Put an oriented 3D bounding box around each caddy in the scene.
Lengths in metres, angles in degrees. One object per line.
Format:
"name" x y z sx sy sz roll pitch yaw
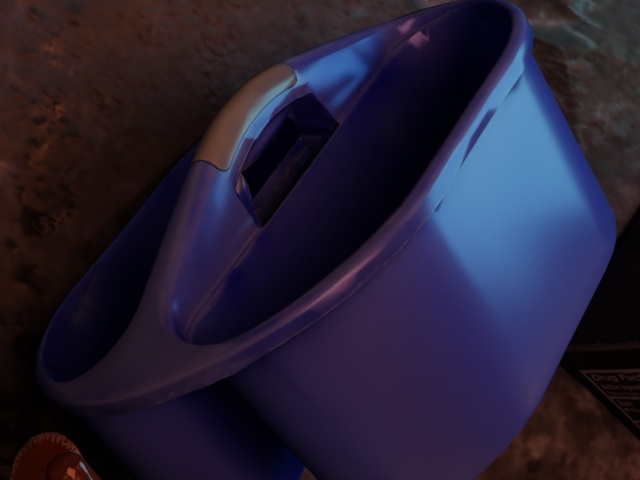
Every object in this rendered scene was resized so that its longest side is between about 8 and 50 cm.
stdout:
"caddy" 0.000 0.000 0.944 0.179 0.241 0.341 57 40 -21

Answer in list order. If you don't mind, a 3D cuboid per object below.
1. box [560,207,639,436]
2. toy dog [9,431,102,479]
"box" 0.360 0.089 1.134 0.294 0.296 0.182 44 65 -20
"toy dog" -0.132 0.167 0.790 0.161 0.334 0.220 57 27 -18
